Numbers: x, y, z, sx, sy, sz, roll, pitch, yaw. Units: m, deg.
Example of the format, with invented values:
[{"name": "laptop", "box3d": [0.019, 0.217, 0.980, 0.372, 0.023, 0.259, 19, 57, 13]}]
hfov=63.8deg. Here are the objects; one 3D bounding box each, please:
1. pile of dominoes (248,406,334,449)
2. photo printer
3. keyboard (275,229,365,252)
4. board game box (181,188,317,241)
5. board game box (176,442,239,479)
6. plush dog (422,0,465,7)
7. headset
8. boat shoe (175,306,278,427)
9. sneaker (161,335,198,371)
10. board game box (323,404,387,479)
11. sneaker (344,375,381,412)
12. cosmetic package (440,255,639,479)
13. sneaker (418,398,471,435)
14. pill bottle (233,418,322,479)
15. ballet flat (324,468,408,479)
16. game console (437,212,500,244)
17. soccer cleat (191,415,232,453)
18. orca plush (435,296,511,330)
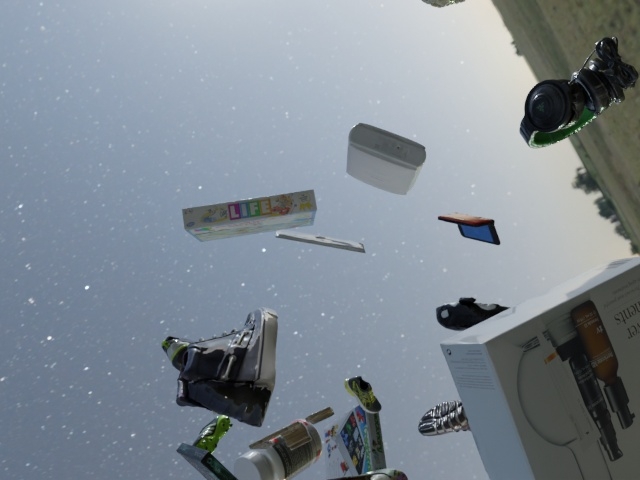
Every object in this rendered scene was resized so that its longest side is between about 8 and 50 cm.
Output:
[{"name": "pile of dominoes", "box3d": [-0.052, 0.454, 1.201, 0.251, 0.196, 0.040, 84, 161, -68]}, {"name": "photo printer", "box3d": [0.211, -0.261, 1.745, 0.256, 0.107, 0.307, 22, 169, 6]}, {"name": "keyboard", "box3d": [0.000, 0.000, 1.456, 0.256, 0.014, 0.072, 10, -166, -5]}, {"name": "board game box", "box3d": [-0.084, -0.029, 0.641, 0.103, 0.154, 0.026, 115, 146, -81]}, {"name": "board game box", "box3d": [-0.231, 0.487, 1.090, 0.126, 0.186, 0.026, 48, -121, -11]}, {"name": "plush dog", "box3d": [0.148, -0.397, 0.606, 0.262, 0.211, 0.225, -24, -57, -33]}, {"name": "headset", "box3d": [0.651, -0.341, 1.280, 0.394, 0.243, 0.185, 70, 176, -68]}, {"name": "boat shoe", "box3d": [-0.171, 0.205, 0.968, 0.158, 0.127, 0.340, 16, -168, -10]}, {"name": "sneaker", "box3d": [-0.320, 0.282, 1.300, 0.097, 0.084, 0.234, 35, 170, 24]}, {"name": "board game box", "box3d": [0.091, 0.608, 1.375, 0.053, 0.193, 0.305, 30, -146, -25]}, {"name": "sneaker", "box3d": [0.079, 0.268, 0.892, 0.083, 0.035, 0.031, 43, -143, -11]}, {"name": "cosmetic package", "box3d": [0.377, 0.208, 0.711, 0.377, 0.097, 0.284, -18, -91, -27]}, {"name": "sneaker", "box3d": [0.415, 0.507, 1.384, 0.162, 0.281, 0.106, 53, -152, -8]}, {"name": "pill bottle", "box3d": [-0.140, 0.726, 1.720, 0.283, 0.161, 0.161, -11, -106, -49]}, {"name": "ballet flat", "box3d": [0.096, 0.569, 1.176, 0.079, 0.222, 0.076, 86, 178, -62]}, {"name": "game console", "box3d": [0.429, -0.029, 1.491, 0.124, 0.144, 0.085, -11, -73, -34]}, {"name": "soccer cleat", "box3d": [-0.322, 0.564, 1.464, 0.179, 0.072, 0.060, -38, -70, -58]}, {"name": "orca plush", "box3d": [0.440, 0.232, 1.351, 0.151, 0.287, 0.102, 70, -146, -54]}]
